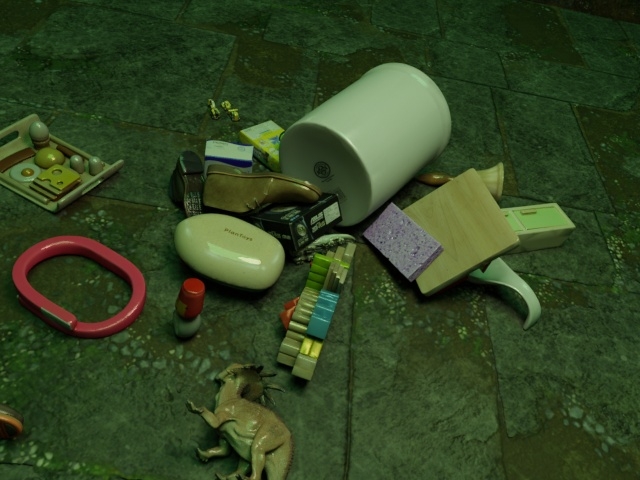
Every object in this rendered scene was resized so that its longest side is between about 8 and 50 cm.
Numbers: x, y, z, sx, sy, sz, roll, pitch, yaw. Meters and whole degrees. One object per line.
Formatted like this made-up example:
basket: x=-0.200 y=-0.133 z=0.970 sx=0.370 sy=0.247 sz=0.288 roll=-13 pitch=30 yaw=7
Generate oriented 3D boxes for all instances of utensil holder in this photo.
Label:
utensil holder: x=0.120 y=-0.264 z=1.516 sx=0.328 sy=0.327 sz=0.385 roll=35 pitch=51 yaw=19

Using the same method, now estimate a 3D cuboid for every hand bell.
hand bell: x=0.417 y=-0.179 z=1.677 sx=0.242 sy=0.126 sz=0.126 roll=4 pitch=45 yaw=8

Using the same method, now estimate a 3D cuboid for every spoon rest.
spoon rest: x=0.446 y=0.098 z=1.412 sx=0.137 sy=0.084 sz=0.276 roll=-26 pitch=58 yaw=-32

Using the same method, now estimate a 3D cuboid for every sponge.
sponge: x=0.205 y=0.001 z=1.409 sx=0.117 sy=0.031 sz=0.210 roll=-46 pitch=46 yaw=4

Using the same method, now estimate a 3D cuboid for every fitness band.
fitness band: x=-0.522 y=0.097 z=1.210 sx=0.291 sy=0.054 sz=0.209 roll=29 pitch=45 yaw=13

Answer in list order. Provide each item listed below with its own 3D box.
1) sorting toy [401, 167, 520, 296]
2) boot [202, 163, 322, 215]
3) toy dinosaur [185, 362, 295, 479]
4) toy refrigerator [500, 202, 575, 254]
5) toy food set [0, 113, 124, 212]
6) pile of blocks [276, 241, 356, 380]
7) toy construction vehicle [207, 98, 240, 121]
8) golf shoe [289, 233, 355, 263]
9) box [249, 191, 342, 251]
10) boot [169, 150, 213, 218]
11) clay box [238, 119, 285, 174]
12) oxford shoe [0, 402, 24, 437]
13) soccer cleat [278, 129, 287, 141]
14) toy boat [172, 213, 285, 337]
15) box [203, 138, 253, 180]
sorting toy: x=0.339 y=-0.010 z=1.400 sx=0.256 sy=0.089 sz=0.257 roll=-32 pitch=48 yaw=17
boot: x=-0.147 y=-0.107 z=1.371 sx=0.306 sy=0.112 sz=0.115 roll=7 pitch=71 yaw=15
toy dinosaur: x=-0.120 y=0.341 z=1.025 sx=0.200 sy=0.127 sz=0.295 roll=-26 pitch=63 yaw=-40
toy refrigerator: x=0.565 y=-0.034 z=1.558 sx=0.270 sy=0.094 sz=0.102 roll=-7 pitch=49 yaw=-18
toy food set: x=-0.701 y=-0.210 z=1.427 sx=0.306 sy=0.092 sz=0.219 roll=27 pitch=47 yaw=13
pile of blocks: x=-0.019 y=0.129 z=1.227 sx=0.113 sy=0.148 sz=0.362 roll=18 pitch=46 yaw=4
toy construction vehicle: x=-0.307 y=-0.416 z=1.757 sx=0.086 sy=0.035 sz=0.098 roll=-10 pitch=50 yaw=-22
golf shoe: x=0.000 y=0.000 z=1.415 sx=0.176 sy=0.069 sz=0.086 roll=-9 pitch=44 yaw=-22
box: x=-0.059 y=-0.056 z=1.399 sx=0.148 sy=0.077 sz=0.180 roll=12 pitch=35 yaw=42
boot: x=-0.339 y=-0.113 z=1.445 sx=0.082 sy=0.106 sz=0.219 roll=-2 pitch=75 yaw=-34
clay box: x=-0.122 y=-0.266 z=1.645 sx=0.222 sy=0.053 sz=0.128 roll=41 pitch=48 yaw=23
oxford shoe: x=-0.637 y=0.267 z=0.989 sx=0.272 sy=0.096 sz=0.098 roll=20 pitch=40 yaw=6
soccer cleat: x=-0.062 y=-0.307 z=1.630 sx=0.179 sy=0.060 sz=0.072 roll=-14 pitch=39 yaw=-44
toy boat: x=-0.239 y=0.073 z=1.251 sx=0.268 sy=0.148 sz=0.318 roll=25 pitch=39 yaw=4
box: x=-0.247 y=-0.190 z=1.484 sx=0.126 sy=0.137 sz=0.072 roll=6 pitch=47 yaw=-8
